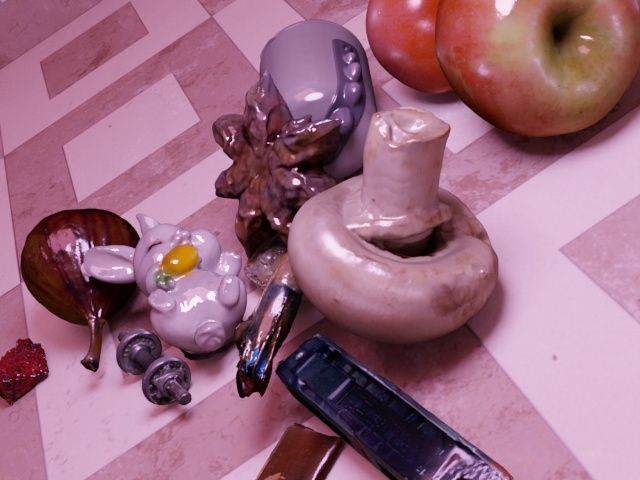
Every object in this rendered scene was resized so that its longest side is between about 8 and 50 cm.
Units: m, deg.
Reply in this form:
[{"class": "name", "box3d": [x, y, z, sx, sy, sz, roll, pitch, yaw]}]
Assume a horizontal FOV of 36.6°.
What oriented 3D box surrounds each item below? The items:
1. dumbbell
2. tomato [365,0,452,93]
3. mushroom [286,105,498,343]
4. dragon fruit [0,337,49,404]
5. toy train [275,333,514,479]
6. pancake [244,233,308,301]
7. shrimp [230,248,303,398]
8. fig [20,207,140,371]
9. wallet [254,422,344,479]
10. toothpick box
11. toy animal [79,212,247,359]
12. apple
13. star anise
[{"class": "dumbbell", "box3d": [-0.267, 0.199, 1.534, 0.081, 0.081, 0.254, -44, 35, -13]}, {"class": "tomato", "box3d": [0.204, -0.384, 1.704, 0.224, 0.256, 0.255, -18, 33, 56]}, {"class": "mushroom", "box3d": [0.110, -0.022, 1.292, 0.293, 0.290, 0.292, 9, 36, -6]}, {"class": "dragon fruit", "box3d": [-0.548, 0.236, 1.756, 0.097, 0.063, 0.131, -5, 33, -21]}, {"class": "toy train", "box3d": [0.087, 0.238, 1.196, 0.086, 0.089, 0.409, -39, 36, -15]}, {"class": "pancake", "box3d": [0.000, -0.001, 1.583, 0.283, 0.049, 0.282, -25, 35, 19]}, {"class": "shrimp", "box3d": [-0.086, 0.131, 1.406, 0.222, 0.054, 0.290, -53, 14, 44]}, {"class": "fig", "box3d": [-0.403, 0.097, 1.696, 0.217, 0.217, 0.320, -29, 52, 8]}, {"class": "wallet", "box3d": [-0.045, 0.321, 1.257, 0.095, 0.026, 0.176, 6, 51, 36]}, {"class": "toothpick box", "box3d": [0.004, -0.245, 1.730, 0.229, 0.229, 0.316, -24, 37, 14]}, {"class": "toy animal", "box3d": [-0.237, 0.066, 1.576, 0.325, 0.154, 0.208, 20, 46, 38]}, {"class": "apple", "box3d": [0.327, -0.320, 1.491, 0.319, 0.319, 0.277, -39, 15, -8]}, {"class": "star anise", "box3d": [-0.067, -0.124, 1.554, 0.108, 0.315, 0.315, -6, 14, -40]}]
